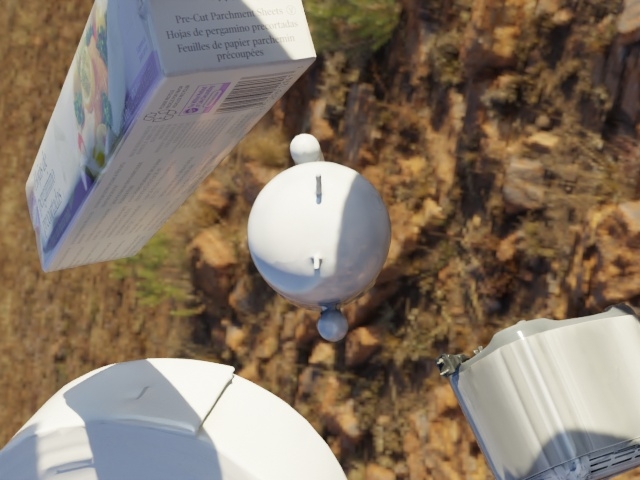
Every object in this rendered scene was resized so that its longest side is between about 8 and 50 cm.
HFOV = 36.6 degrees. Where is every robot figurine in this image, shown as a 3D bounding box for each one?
[{"bbox_3d":[0.000,0.000,1.413,0.353,0.200,0.299,81,177,-82],"label":"robot figurine"}]

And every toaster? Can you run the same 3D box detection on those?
[{"bbox_3d":[0.222,0.151,0.886,0.129,0.227,0.146,-45,59,46],"label":"toaster"}]

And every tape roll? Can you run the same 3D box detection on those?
[{"bbox_3d":[-0.116,0.232,0.710,0.100,0.286,0.286,-57,-14,-68],"label":"tape roll"}]

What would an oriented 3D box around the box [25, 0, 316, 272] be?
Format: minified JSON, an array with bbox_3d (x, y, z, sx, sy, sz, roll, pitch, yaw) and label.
[{"bbox_3d":[-0.096,-0.052,0.491,0.324,0.067,0.063,-33,69,64],"label":"box"}]
